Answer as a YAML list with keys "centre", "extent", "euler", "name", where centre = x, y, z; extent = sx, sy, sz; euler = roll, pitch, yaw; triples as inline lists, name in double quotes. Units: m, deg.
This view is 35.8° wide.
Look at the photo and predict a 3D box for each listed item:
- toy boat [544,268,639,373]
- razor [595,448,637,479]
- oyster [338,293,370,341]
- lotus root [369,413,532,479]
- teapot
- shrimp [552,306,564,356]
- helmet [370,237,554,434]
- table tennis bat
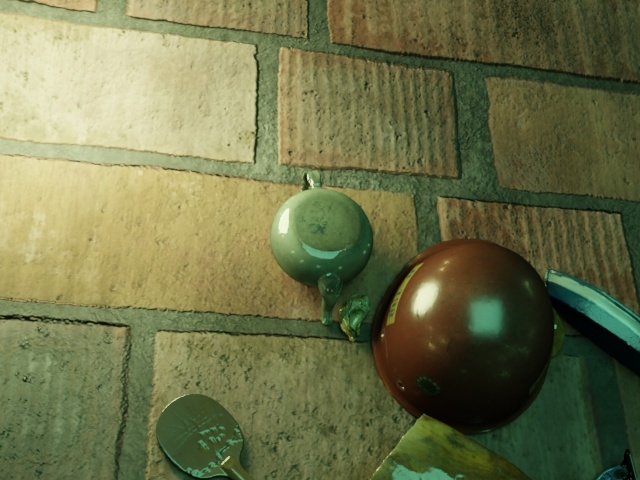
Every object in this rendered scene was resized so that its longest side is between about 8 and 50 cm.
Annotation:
- centre: [0.550, 0.160, 1.914]
  extent: [0.299, 0.096, 0.062]
  euler: [37, 68, 10]
  name: "toy boat"
- centre: [0.465, 0.469, 1.753]
  extent: [0.253, 0.042, 0.082]
  euler: [-32, 114, -25]
  name: "razor"
- centre: [0.064, 0.142, 1.850]
  extent: [0.083, 0.038, 0.080]
  euler: [-17, 92, -51]
  name: "oyster"
- centre: [0.236, 0.453, 1.589]
  extent: [0.346, 0.250, 0.250]
  euler: [30, 59, 13]
  name: "lotus root"
- centre: [0.000, 0.000, 1.850]
  extent: [0.193, 0.129, 0.294]
  euler: [-3, 60, -15]
  name: "teapot"
- centre: [0.371, 0.136, 1.917]
  extent: [0.133, 0.053, 0.236]
  euler: [-37, 78, -7]
  name: "shrimp"
- centre: [0.280, 0.137, 1.755]
  extent: [0.337, 0.230, 0.385]
  euler: [28, 71, 6]
  name: "helmet"
- centre: [-0.176, 0.358, 1.671]
  extent: [0.234, 0.022, 0.131]
  euler: [43, 60, 14]
  name: "table tennis bat"
